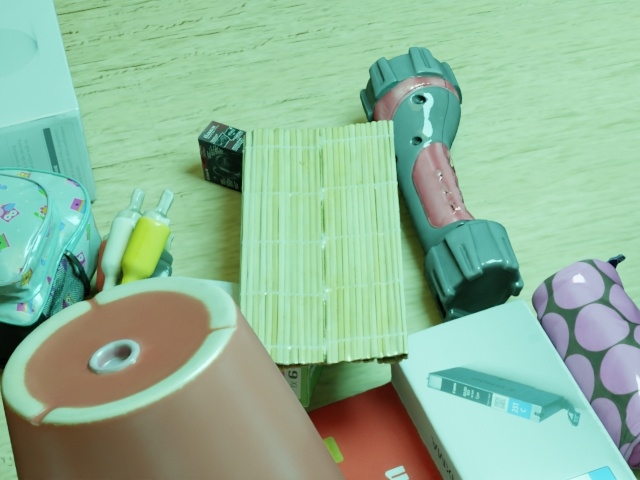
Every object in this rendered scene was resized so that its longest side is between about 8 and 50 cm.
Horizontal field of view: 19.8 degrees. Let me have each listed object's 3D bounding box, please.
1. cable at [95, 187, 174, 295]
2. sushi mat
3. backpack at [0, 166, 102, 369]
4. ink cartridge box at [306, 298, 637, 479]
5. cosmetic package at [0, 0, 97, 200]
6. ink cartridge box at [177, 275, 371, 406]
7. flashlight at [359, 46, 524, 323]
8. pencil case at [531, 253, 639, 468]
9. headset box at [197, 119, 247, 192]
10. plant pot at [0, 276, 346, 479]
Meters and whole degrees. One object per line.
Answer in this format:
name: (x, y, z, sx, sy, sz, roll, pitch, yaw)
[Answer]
cable: (-0.203, 0.090, 1.707, 0.072, 0.139, 0.287, 29, 62, -22)
sushi mat: (0.000, 0.000, 1.707, 0.151, 0.019, 0.316, -2, 45, 1)
backpack: (-0.301, 0.012, 1.761, 0.166, 0.144, 0.188, 7, 46, 20)
ink cartridge box: (0.121, 0.208, 1.587, 0.261, 0.066, 0.296, -18, 48, -12)
cosmetic package: (-0.366, -0.136, 1.903, 0.225, 0.138, 0.224, -12, 48, -7)
ink cartridge box: (-0.047, 0.095, 1.690, 0.209, 0.062, 0.109, 6, 30, 11)
flashlight: (0.123, -0.060, 1.807, 0.103, 0.103, 0.304, -17, 47, -3)
pencil case: (0.273, 0.111, 1.649, 0.095, 0.098, 0.209, -42, 46, 22)
headset box: (-0.087, -0.083, 1.876, 0.083, 0.062, 0.032, 20, 52, 23)
plant pot: (-0.124, 0.180, 1.466, 0.275, 0.243, 0.275, -14, 29, 8)
